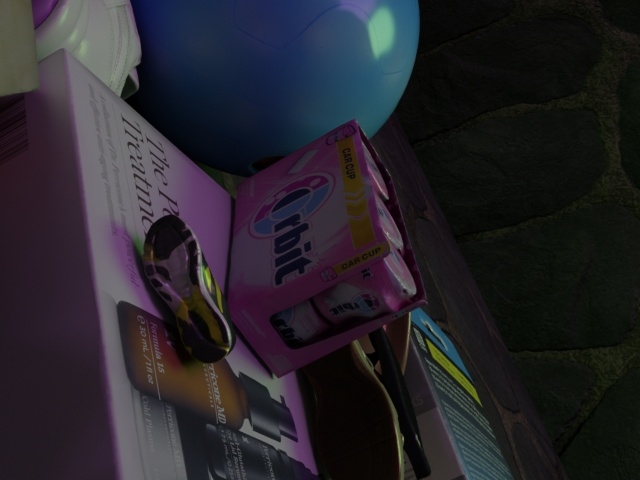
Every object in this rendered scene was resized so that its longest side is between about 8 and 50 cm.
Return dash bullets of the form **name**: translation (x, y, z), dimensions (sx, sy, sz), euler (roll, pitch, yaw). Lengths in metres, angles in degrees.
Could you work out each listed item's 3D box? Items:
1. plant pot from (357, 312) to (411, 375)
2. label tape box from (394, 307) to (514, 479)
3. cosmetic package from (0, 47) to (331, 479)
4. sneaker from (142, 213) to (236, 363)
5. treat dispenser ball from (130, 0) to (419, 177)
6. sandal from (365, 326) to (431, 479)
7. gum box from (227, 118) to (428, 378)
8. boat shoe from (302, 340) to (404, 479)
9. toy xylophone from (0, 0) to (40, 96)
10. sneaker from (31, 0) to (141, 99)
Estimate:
- **plant pot**: translation (0.007, 0.043, 0.792), dimensions (0.237, 0.110, 0.237), euler (-4, 90, -69)
- **label tape box**: translation (0.130, 0.240, 0.930), dimensions (0.249, 0.115, 0.347), euler (45, 20, -51)
- **cosmetic package**: translation (-0.077, 0.108, 0.492), dimensions (0.284, 0.098, 0.377), euler (47, 20, -53)
- **sneaker**: translation (-0.069, 0.027, 0.427), dimensions (0.035, 0.031, 0.083), euler (56, 12, -78)
- **treat dispenser ball**: translation (-0.052, -0.202, 0.768), dimensions (0.288, 0.288, 0.288), euler (55, 16, -24)
- **sandal**: translation (0.047, 0.119, 0.643), dimensions (0.179, 0.040, 0.067), euler (-101, 168, -63)
- **gum box**: translation (0.000, 0.000, 0.552), dimensions (0.062, 0.107, 0.188), euler (56, 14, -27)
- **boat shoe**: translation (0.023, 0.112, 0.537), dimensions (0.048, 0.056, 0.153), euler (49, 10, -45)
- **toy xylophone**: translation (-0.176, -0.145, 0.330), dimensions (0.323, 0.081, 0.236), euler (-165, -109, -77)
- **sneaker**: translation (-0.206, -0.193, 0.634), dimensions (0.152, 0.114, 0.305), euler (66, 10, -48)
